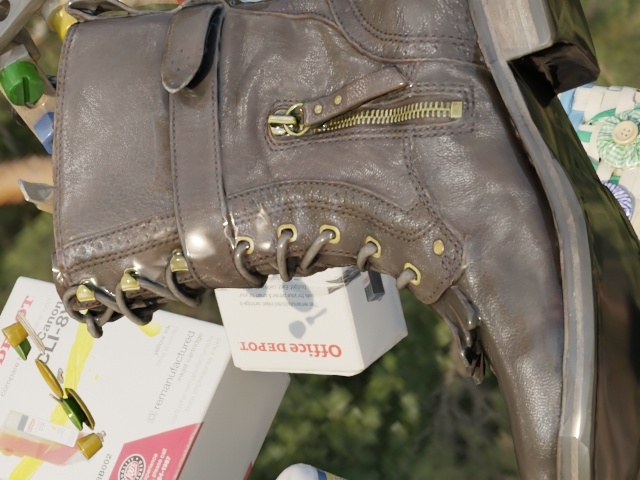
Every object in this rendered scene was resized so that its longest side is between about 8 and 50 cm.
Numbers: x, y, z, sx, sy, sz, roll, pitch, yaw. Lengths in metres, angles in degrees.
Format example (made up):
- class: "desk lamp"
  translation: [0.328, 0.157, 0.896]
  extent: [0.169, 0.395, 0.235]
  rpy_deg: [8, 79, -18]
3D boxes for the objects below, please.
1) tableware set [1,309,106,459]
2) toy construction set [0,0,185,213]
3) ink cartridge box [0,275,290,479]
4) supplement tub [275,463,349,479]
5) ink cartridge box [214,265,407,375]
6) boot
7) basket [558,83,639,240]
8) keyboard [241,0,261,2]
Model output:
- class: "tableware set"
  translation: [-0.258, 0.141, 1.456]
  extent: [0.024, 0.154, 0.104]
  rpy_deg: [-34, -6, -19]
- class: "toy construction set"
  translation: [-0.245, -0.177, 1.344]
  extent: [0.257, 0.309, 0.237]
  rpy_deg: [-16, -19, 27]
- class: "ink cartridge box"
  translation: [-0.278, 0.230, 2.012]
  extent: [0.385, 0.160, 0.279]
  rpy_deg: [12, 69, 32]
- class: "supplement tub"
  translation: [0.039, 0.315, 1.492]
  extent: [0.144, 0.200, 0.144]
  rpy_deg: [-159, 90, -80]
- class: "ink cartridge box"
  translation: [-0.029, 0.010, 1.794]
  extent: [0.197, 0.273, 0.114]
  rpy_deg: [-1, 19, 37]
- class: "boot"
  translation: [0.000, 0.000, 0.590]
  extent: [0.229, 0.263, 0.091]
  rpy_deg: [-16, -21, 22]
- class: "basket"
  translation: [0.308, 0.003, 1.284]
  extent: [0.201, 0.289, 0.255]
  rpy_deg: [68, -138, -66]
- class: "keyboard"
  translation: [-0.003, -0.228, 1.518]
  extent: [0.072, 0.014, 0.256]
  rpy_deg: [-25, 27, -32]
